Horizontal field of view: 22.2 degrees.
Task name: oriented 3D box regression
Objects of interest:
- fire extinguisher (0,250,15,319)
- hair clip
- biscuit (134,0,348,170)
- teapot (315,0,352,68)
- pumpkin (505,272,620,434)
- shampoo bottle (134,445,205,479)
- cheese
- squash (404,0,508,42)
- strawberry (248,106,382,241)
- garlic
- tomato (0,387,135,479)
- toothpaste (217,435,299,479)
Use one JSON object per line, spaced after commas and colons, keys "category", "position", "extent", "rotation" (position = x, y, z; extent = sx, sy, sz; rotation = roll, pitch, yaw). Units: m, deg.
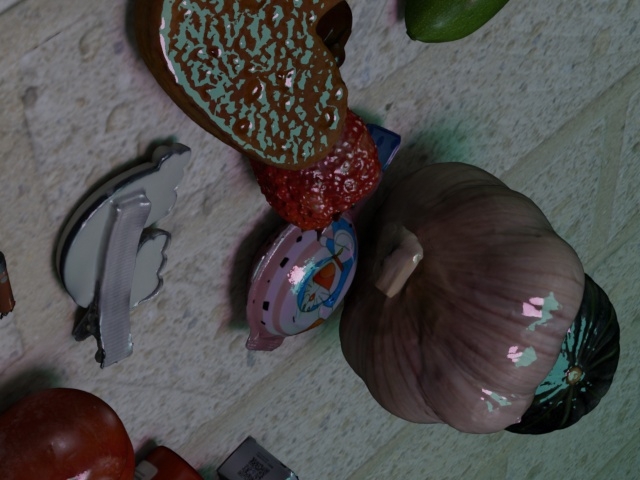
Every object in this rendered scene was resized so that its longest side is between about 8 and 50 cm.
{"category": "fire extinguisher", "position": [-0.286, 0.041, 1.459], "extent": [0.083, 0.022, 0.028], "rotation": [88, 15, -49]}
{"category": "hair clip", "position": [-0.190, 0.016, 1.551], "extent": [0.140, 0.054, 0.220], "rotation": [-18, 134, -41]}
{"category": "biscuit", "position": [-0.031, -0.217, 1.467], "extent": [0.262, 0.052, 0.277], "rotation": [36, 88, -43]}
{"category": "teapot", "position": [-0.015, -0.182, 1.563], "extent": [0.129, 0.078, 0.098], "rotation": [-42, 150, -21]}
{"category": "pumpkin", "position": [0.298, 0.144, 2.281], "extent": [0.250, 0.216, 0.249], "rotation": [-9, 128, -11]}
{"category": "shampoo bottle", "position": [-0.240, 0.355, 1.790], "extent": [0.278, 0.104, 0.104], "rotation": [-43, 150, -19]}
{"category": "cheese", "position": [0.000, 0.000, 1.795], "extent": [0.286, 0.074, 0.189], "rotation": [-60, 153, 8]}
{"category": "squash", "position": [0.211, -0.368, 1.675], "extent": [0.107, 0.107, 0.395], "rotation": [7, 114, -59]}
{"category": "strawberry", "position": [-0.008, -0.082, 1.637], "extent": [0.131, 0.131, 0.148], "rotation": [-50, 154, -8]}
{"category": "garlic", "position": [0.153, 0.069, 1.871], "extent": [0.241, 0.322, 0.322], "rotation": [2, 125, -20]}
{"category": "tomato", "position": [-0.260, 0.229, 1.570], "extent": [0.187, 0.151, 0.187], "rotation": [-32, 138, -34]}
{"category": "toothpaste", "position": [-0.050, 0.368, 2.117], "extent": [0.067, 0.081, 0.336], "rotation": [-44, 151, -17]}
